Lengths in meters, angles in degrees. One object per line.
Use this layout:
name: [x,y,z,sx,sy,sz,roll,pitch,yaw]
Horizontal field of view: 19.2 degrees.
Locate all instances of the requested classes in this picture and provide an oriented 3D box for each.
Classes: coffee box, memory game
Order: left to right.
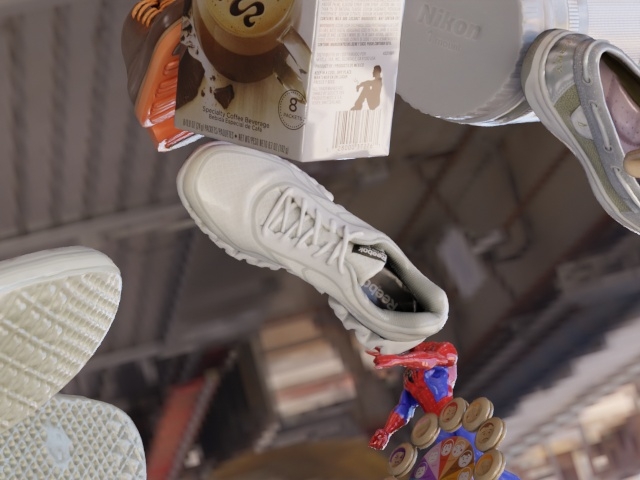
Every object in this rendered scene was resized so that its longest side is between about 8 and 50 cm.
coffee box: [-0.022,-0.230,1.628,0.168,0.119,0.297,17,-73,42]
memory game: [0.109,0.228,1.795,0.012,0.186,0.186,35,7,-25]

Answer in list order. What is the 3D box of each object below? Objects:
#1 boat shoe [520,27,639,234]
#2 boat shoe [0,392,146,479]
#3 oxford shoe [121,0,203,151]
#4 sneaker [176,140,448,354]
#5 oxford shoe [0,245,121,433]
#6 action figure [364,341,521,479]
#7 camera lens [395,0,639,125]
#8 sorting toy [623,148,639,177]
boat shoe: [0.331,-0.097,1.924,0.320,0.118,0.103,45,-19,-31]
boat shoe: [-0.366,0.201,1.913,0.500,0.156,0.186,31,52,-58]
oxford shoe: [-0.152,-0.189,1.870,0.132,0.130,0.363,62,-12,6]
sneaker: [0.000,0.000,1.772,0.292,0.110,0.118,33,-10,-11]
oxford shoe: [-0.327,0.091,1.384,0.130,0.449,0.169,34,-51,28]
action figure: [0.109,0.200,1.873,0.091,0.139,0.280,-49,-123,42]
camera lens: [0.215,-0.237,2.057,0.219,0.274,0.219,6,-80,39]
sorting toy: [0.403,-0.088,1.716,0.208,0.193,0.038,155,-65,-71]
